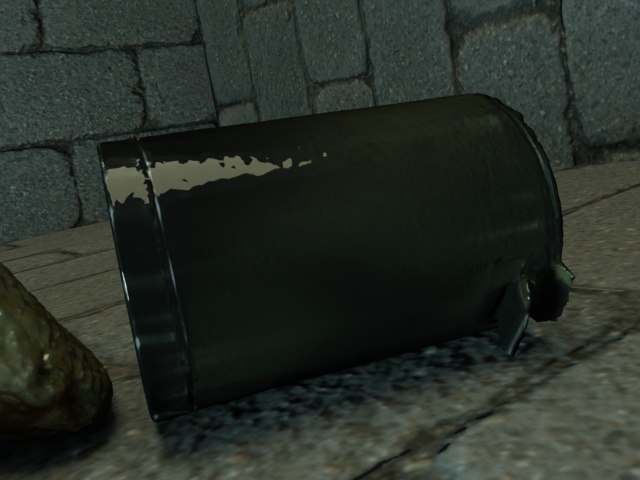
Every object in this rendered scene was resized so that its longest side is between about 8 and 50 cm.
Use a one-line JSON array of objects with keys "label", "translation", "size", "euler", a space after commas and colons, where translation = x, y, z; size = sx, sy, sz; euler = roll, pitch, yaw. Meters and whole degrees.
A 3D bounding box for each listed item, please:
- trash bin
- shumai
[{"label": "trash bin", "translation": [0.000, 0.000, 0.525], "size": [0.302, 0.202, 0.252], "euler": [-11, 49, -15]}, {"label": "shumai", "translation": [-0.259, 0.096, 0.499], "size": [0.153, 0.161, 0.210], "euler": [-37, 42, -21]}]
